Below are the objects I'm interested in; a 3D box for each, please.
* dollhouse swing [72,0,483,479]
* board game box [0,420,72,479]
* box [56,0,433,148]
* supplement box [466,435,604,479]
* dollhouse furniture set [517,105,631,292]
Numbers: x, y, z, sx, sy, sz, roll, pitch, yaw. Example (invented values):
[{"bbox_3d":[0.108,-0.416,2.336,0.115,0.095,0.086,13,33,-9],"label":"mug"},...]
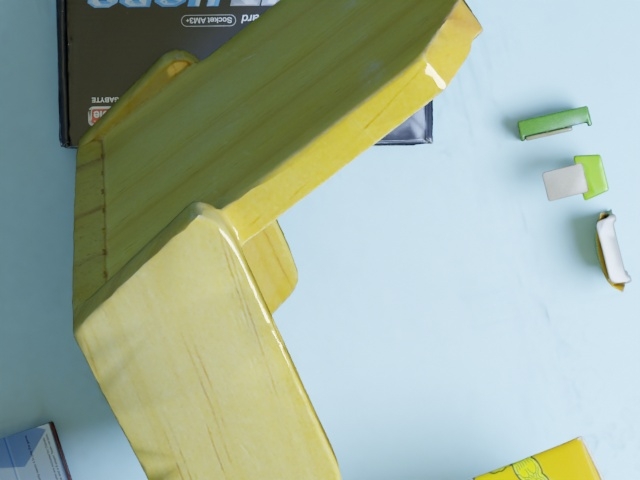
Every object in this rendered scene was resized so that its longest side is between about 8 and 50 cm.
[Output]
[{"bbox_3d":[0.000,0.000,1.349,0.305,0.347,0.315,-23,113,3],"label":"dollhouse swing"},{"bbox_3d":[-0.234,0.297,1.518,0.145,0.027,0.281,-18,82,-7],"label":"board game box"},{"bbox_3d":[-0.060,-0.218,1.526,0.296,0.073,0.293,0,91,-5],"label":"box"},{"bbox_3d":[0.067,0.318,1.462,0.357,0.194,0.195,-20,68,-5],"label":"supplement box"},{"bbox_3d":[0.204,-0.029,1.559,0.059,0.076,0.151,-14,91,8],"label":"dollhouse furniture set"}]
